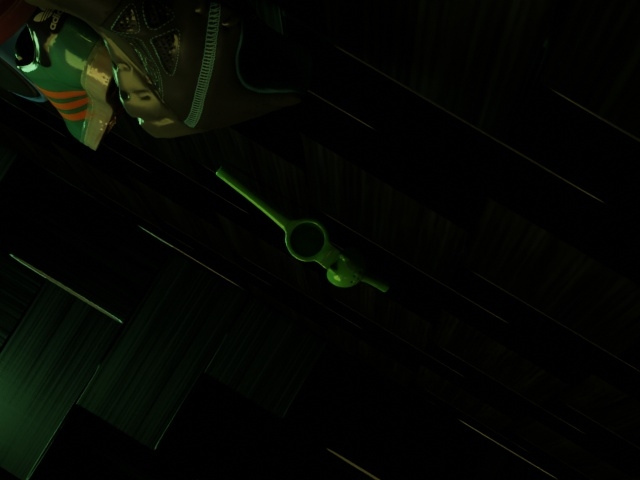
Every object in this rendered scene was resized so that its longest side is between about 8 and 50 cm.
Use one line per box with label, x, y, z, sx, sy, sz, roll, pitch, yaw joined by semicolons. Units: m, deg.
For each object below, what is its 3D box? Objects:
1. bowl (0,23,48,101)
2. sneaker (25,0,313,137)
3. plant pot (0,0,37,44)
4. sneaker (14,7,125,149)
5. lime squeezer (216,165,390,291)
bowl;-0.460;-0.291;2.009;0.391;0.077;0.391;31;172;5
sneaker;-0.123;-0.198;1.238;0.139;0.125;0.341;-4;152;26
plant pot;-0.301;-0.240;1.227;0.201;0.201;0.180;31;170;5
sneaker;-0.250;-0.185;1.775;0.121;0.108;0.302;32;165;-1
lime squeezer;0.000;0.000;2.213;0.310;0.059;0.110;34;-158;-30
